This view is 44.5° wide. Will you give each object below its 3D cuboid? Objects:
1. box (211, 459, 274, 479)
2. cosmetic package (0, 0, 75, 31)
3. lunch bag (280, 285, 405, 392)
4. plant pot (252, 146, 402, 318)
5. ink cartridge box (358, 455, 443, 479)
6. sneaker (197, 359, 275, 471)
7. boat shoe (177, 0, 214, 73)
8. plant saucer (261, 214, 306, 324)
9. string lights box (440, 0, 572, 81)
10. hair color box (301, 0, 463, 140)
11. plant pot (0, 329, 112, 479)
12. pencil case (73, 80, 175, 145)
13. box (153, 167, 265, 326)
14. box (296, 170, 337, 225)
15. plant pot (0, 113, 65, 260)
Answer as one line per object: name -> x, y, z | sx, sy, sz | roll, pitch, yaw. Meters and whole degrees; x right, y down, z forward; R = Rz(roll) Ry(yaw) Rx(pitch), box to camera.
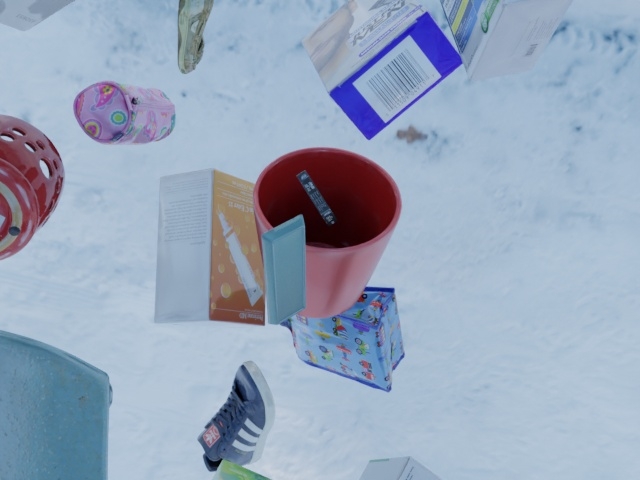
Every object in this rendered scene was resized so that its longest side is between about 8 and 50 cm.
box -> -0.054, 0.438, 1.029 | 0.232, 0.322, 0.058 | 26, 104, -8
cosmetic package -> -0.398, -0.529, 0.932 | 0.329, 0.327, 0.393 | -26, 83, 15
lunch bag -> 0.035, 0.219, 1.867 | 0.293, 0.221, 0.138 | 6, 40, 23
plant pot -> 0.000, 0.000, 1.480 | 0.275, 0.243, 0.275 | 4, 47, -5
ink cartridge box -> 0.230, 0.593, 1.663 | 0.289, 0.211, 0.121 | 38, 63, -7
sneaker -> -0.202, 0.418, 1.782 | 0.148, 0.350, 0.131 | -15, 45, -27
boat shoe -> -0.177, -0.290, 1.106 | 0.048, 0.153, 0.056 | 2, 60, -9
plant saucer -> -0.047, 0.048, 1.103 | 0.067, 0.192, 0.018 | -28, 54, -24
string lights box -> 0.165, -0.314, 0.810 | 0.077, 0.133, 0.259 | -12, 70, -10
hair color box -> 0.086, -0.307, 1.261 | 0.185, 0.339, 0.110 | -39, 114, 10
plant pot -> -0.338, 0.209, 0.761 | 0.252, 0.248, 0.247 | 2, 73, -22
pencil case -> -0.379, -0.252, 1.556 | 0.124, 0.284, 0.124 | 1, 97, 7
box -> -0.253, 0.028, 1.840 | 0.168, 0.215, 0.345 | -5, 79, 31
box -> -0.006, -0.069, 1.296 | 0.018, 0.067, 0.083 | -32, 70, 2
plant pot -> -0.487, -0.074, 1.153 | 0.191, 0.174, 0.191 | -3, 114, -7
